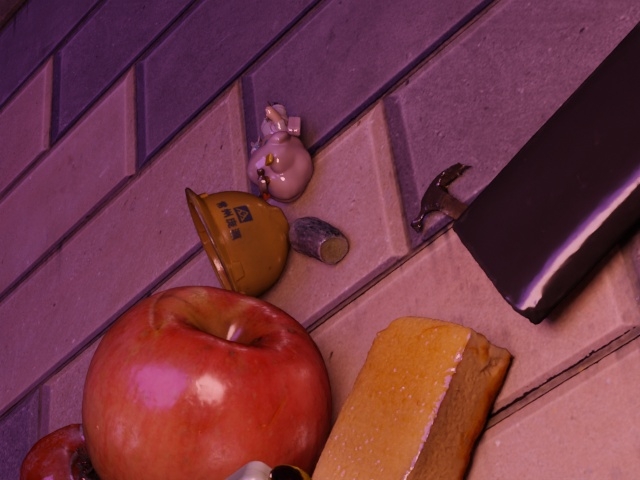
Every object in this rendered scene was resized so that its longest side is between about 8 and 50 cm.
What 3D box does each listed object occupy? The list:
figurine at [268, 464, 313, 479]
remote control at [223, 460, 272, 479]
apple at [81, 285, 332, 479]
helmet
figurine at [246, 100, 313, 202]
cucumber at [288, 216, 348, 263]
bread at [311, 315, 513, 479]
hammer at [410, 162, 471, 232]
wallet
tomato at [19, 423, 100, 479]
[{"bbox_3d":[0.007,0.410,1.595,0.218,0.327,0.169,-39,4,29],"label":"figurine"},{"bbox_3d":[-0.130,0.400,1.756,0.296,0.140,0.056,-40,16,34],"label":"remote control"},{"bbox_3d":[-0.166,0.250,1.903,0.364,0.364,0.364,-31,46,38],"label":"apple"},{"bbox_3d":[-0.120,-0.006,2.147,0.140,0.257,0.205,-23,65,-10],"label":"helmet"},{"bbox_3d":[-0.069,-0.142,2.245,0.229,0.112,0.137,-94,17,-46],"label":"figurine"},{"bbox_3d":[-0.001,0.000,2.104,0.112,0.064,0.064,23,87,53],"label":"cucumber"},{"bbox_3d":[0.116,0.240,1.729,0.184,0.114,0.275,9,68,53],"label":"bread"},{"bbox_3d":[0.229,-0.020,1.841,0.125,0.027,0.297,-61,34,6],"label":"hammer"},{"bbox_3d":[0.353,-0.100,1.678,0.406,0.062,0.228,-47,37,13],"label":"wallet"},{"bbox_3d":[-0.388,0.418,2.199,0.188,0.232,0.232,-53,32,43],"label":"tomato"}]
